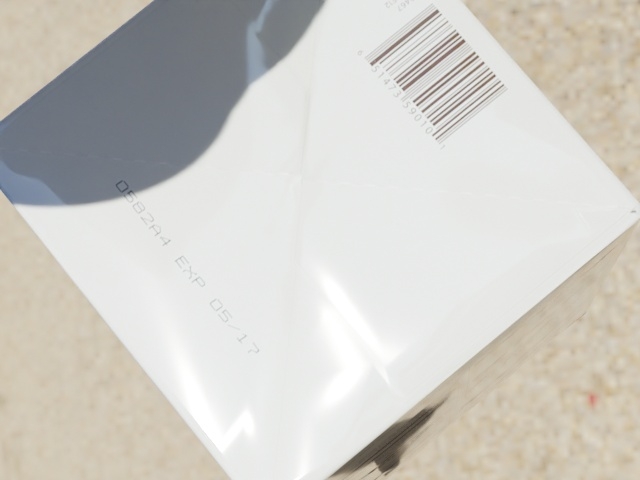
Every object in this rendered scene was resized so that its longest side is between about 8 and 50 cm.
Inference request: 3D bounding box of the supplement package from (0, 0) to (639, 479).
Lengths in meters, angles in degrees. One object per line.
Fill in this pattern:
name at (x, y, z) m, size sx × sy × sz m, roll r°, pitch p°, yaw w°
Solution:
supplement package at (0.000, 0.000, 0.857) m, size 0.199 × 0.198 × 0.263 m, roll 50°, pitch 175°, yaw 11°
